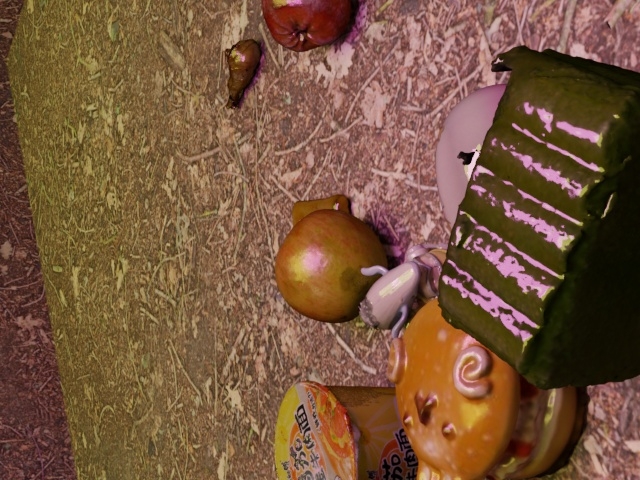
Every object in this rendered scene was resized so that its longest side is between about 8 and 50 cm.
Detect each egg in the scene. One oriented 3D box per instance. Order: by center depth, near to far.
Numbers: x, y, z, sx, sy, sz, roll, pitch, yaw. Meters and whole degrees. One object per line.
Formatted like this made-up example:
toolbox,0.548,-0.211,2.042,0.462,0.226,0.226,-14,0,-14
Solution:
egg,0.248,-0.070,1.244,0.196,0.196,0.271,8,103,58

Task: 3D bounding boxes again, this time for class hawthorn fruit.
hawthorn fruit,-0.024,-0.434,1.716,0.173,0.172,0.173,0,90,58

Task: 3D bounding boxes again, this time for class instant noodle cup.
instant noodle cup,0.070,0.348,1.524,0.264,0.200,0.265,-2,88,59

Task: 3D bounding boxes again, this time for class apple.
apple,0.022,0.046,1.614,0.196,0.195,0.196,0,90,58

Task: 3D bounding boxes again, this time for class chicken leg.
chicken leg,-0.180,-0.365,2.069,0.178,0.070,0.093,106,146,-42

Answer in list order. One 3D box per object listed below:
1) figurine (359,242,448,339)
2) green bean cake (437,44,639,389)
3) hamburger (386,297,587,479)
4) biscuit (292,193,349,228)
figurine,0.147,0.083,1.471,0.208,0.183,0.128,69,176,-65
green bean cake,0.297,-0.024,1.027,0.218,0.335,0.319,39,119,50
hamburger,0.208,0.225,1.316,0.261,0.186,0.303,22,111,57
biscuit,0.000,0.000,1.795,0.183,0.038,0.174,3,95,59
